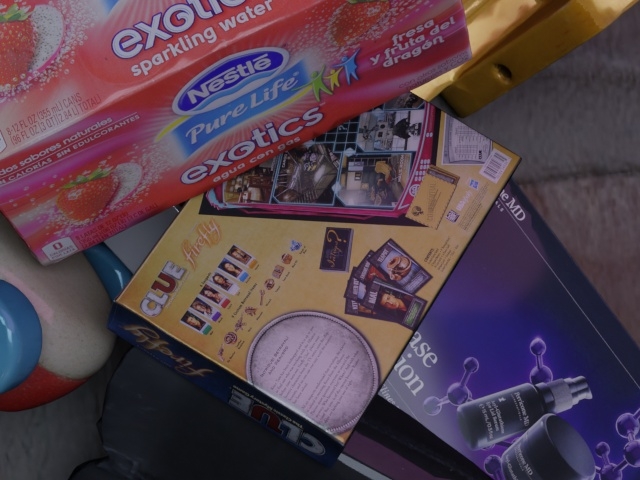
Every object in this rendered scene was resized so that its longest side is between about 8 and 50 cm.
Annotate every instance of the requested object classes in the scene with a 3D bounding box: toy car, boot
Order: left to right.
[{"bbox_3d":[-0.272,0.055,1.215,0.238,0.219,0.210,-40,86,17],"label":"toy car"},{"bbox_3d":[0.018,0.283,1.242,0.445,0.146,0.367,28,111,1],"label":"boot"}]

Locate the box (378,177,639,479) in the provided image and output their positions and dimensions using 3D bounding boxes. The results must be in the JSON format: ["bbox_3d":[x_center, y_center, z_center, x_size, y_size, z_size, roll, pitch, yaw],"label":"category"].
[{"bbox_3d":[0.109,0.087,1.327,0.184,0.103,0.261,-39,94,-17],"label":"box"}]

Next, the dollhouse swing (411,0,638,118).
[{"bbox_3d":[0.007,-0.222,1.254,0.305,0.315,0.347,-41,95,-25],"label":"dollhouse swing"}]

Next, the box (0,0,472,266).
[{"bbox_3d":[-0.078,-0.133,1.118,0.300,0.142,0.154,-25,64,-1],"label":"box"}]

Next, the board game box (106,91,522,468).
[{"bbox_3d":[0.000,0.000,1.179,0.165,0.042,0.243,32,60,4],"label":"board game box"}]

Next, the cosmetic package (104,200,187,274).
[{"bbox_3d":[-0.157,-0.078,1.264,0.060,0.099,0.239,-41,93,17],"label":"cosmetic package"}]
